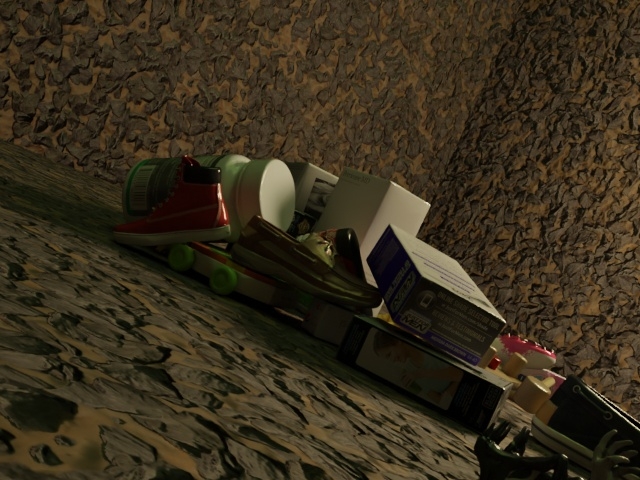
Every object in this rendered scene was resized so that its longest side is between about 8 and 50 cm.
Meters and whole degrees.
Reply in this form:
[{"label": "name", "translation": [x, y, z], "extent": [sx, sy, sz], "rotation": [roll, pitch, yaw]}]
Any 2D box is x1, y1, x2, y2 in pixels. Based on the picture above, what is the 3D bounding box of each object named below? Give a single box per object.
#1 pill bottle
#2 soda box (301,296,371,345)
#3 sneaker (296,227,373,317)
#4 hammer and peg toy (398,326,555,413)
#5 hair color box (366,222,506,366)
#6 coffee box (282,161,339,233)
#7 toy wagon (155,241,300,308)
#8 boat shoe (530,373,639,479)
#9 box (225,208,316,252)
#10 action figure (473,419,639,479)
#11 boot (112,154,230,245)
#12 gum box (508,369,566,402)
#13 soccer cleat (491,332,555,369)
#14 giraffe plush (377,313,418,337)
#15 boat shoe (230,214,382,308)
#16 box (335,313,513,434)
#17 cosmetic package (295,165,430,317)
[{"label": "pill bottle", "translation": [-0.255, -0.094, 1.637], "extent": [0.361, 0.204, 0.204], "rotation": [1, -9, 24]}, {"label": "soda box", "translation": [0.074, 0.186, 1.463], "extent": [0.216, 0.074, 0.069], "rotation": [24, 0, -28]}, {"label": "sneaker", "translation": [0.024, 0.105, 1.551], "extent": [0.145, 0.270, 0.090], "rotation": [-5, 18, 21]}, {"label": "hammer and peg toy", "translation": [0.355, 0.277, 1.594], "extent": [0.361, 0.127, 0.266], "rotation": [40, 10, 36]}, {"label": "hair color box", "translation": [0.211, 0.094, 1.395], "extent": [0.185, 0.110, 0.339], "rotation": [29, 11, -12]}, {"label": "coffee box", "translation": [0.000, 0.000, 1.997], "extent": [0.334, 0.338, 0.337], "rotation": [25, 1, -16]}, {"label": "toy wagon", "translation": [-0.213, 0.059, 1.543], "extent": [0.344, 0.068, 0.267], "rotation": [25, 1, 28]}, {"label": "boat shoe", "translation": [0.636, 0.401, 1.278], "extent": [0.500, 0.156, 0.187], "rotation": [26, 0, 24]}, {"label": "box", "translation": [-0.133, 0.008, 1.754], "extent": [0.175, 0.220, 0.051], "rotation": [24, 3, -8]}, {"label": "action figure", "translation": [0.289, 0.263, 0.705], "extent": [0.275, 0.141, 0.164], "rotation": [23, -12, 44]}, {"label": "boot", "translation": [-0.315, -0.082, 1.462], "extent": [0.244, 0.176, 0.088], "rotation": [-6, 10, 5]}, {"label": "gum box", "translation": [0.558, 0.380, 1.835], "extent": [0.188, 0.107, 0.062], "rotation": [24, 1, 12]}, {"label": "soccer cleat", "translation": [0.442, 0.301, 1.790], "extent": [0.116, 0.143, 0.331], "rotation": [26, -9, -31]}, {"label": "giraffe plush", "translation": [0.212, 0.190, 1.774], "extent": [0.210, 0.170, 0.181], "rotation": [24, 1, -22]}, {"label": "boat shoe", "translation": [-0.019, 0.042, 1.432], "extent": [0.324, 0.116, 0.123], "rotation": [22, 1, 3]}, {"label": "box", "translation": [0.189, 0.234, 1.283], "extent": [0.290, 0.087, 0.169], "rotation": [25, 1, 20]}, {"label": "cosmetic package", "translation": [0.084, 0.027, 1.716], "extent": [0.155, 0.365, 0.197], "rotation": [24, 0, -37]}]
